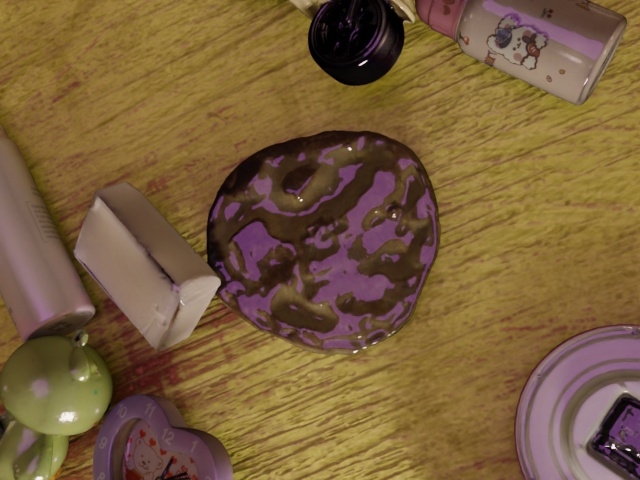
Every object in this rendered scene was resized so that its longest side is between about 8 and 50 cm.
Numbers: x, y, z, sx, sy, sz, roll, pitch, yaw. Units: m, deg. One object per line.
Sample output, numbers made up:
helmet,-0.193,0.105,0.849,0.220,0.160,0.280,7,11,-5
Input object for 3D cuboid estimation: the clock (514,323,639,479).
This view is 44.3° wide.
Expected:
clock,0.332,0.211,0.841,0.245,0.056,0.244,-2,80,12

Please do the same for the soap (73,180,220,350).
soap,-0.217,0.031,0.963,0.183,0.064,0.121,46,130,15

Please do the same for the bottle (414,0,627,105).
bottle,0.222,-0.252,0.909,0.233,0.110,0.109,30,89,15

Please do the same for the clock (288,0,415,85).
clock,0.006,-0.377,0.941,0.379,0.120,0.276,43,100,29

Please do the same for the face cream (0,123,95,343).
face cream,-0.409,-0.035,1.025,0.102,0.102,0.345,-32,76,6

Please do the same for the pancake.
pancake,0.000,0.000,0.953,0.295,0.049,0.294,-2,81,11

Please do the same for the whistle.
whistle,-0.340,0.239,0.973,0.141,0.141,0.293,24,107,15

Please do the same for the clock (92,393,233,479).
clock,-0.190,0.287,0.932,0.198,0.064,0.172,27,91,35
